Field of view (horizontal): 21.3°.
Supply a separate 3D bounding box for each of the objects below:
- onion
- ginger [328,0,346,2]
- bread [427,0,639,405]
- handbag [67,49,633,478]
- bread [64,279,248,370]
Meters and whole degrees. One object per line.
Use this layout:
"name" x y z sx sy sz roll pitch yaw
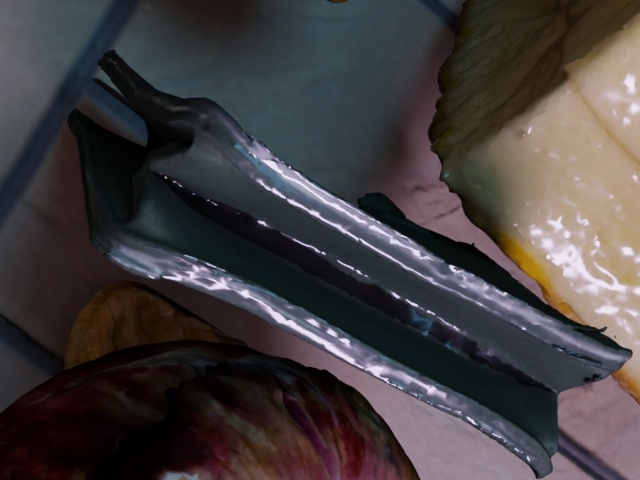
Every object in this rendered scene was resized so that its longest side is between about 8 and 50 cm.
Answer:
"onion" -0.053 0.162 0.743 0.246 0.190 0.246 3 85 -40
"ginger" -0.050 -0.296 0.996 0.274 0.152 0.357 12 55 5
"bread" 0.227 -0.066 1.008 0.279 0.207 0.279 46 30 -14
"handbag" -0.001 0.002 0.837 0.247 0.260 0.079 29 94 -19
"bread" -0.080 0.070 0.866 0.110 0.044 0.083 31 55 -25
